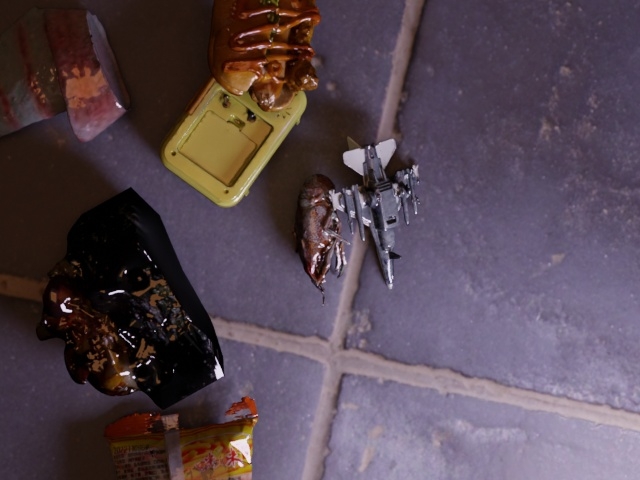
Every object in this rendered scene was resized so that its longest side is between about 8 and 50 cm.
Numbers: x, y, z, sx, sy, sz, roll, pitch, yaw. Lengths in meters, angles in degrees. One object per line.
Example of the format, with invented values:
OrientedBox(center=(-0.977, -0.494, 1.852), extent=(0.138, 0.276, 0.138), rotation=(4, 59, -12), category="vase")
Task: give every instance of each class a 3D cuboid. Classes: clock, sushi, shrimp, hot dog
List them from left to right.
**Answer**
OrientedBox(center=(-0.278, 0.096, 1.529), extent=(0.212, 0.215, 0.227), rotation=(-28, 115, 2), category="sushi")
OrientedBox(center=(-0.124, -0.158, 1.566), extent=(0.143, 0.096, 0.202), rotation=(36, 89, -3), category="clock")
OrientedBox(center=(-0.063, -0.340, 1.481), extent=(0.158, 0.117, 0.348), rotation=(29, 56, -44), category="hot dog")
OrientedBox(center=(-0.001, 0.000, 1.600), extent=(0.073, 0.075, 0.190), rotation=(-4, 88, -24), category="shrimp")

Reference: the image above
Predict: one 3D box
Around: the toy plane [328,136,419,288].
OrientedBox(center=(0.090, -0.043, 1.599), extent=(0.160, 0.082, 0.234), rotation=(-18, 95, -30), category="toy plane")

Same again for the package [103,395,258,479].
OrientedBox(center=(-0.181, 0.380, 1.584), extent=(0.224, 0.108, 0.288), rotation=(-10, 91, -6), category="package")

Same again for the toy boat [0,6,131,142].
OrientedBox(center=(-0.424, -0.206, 1.559), extent=(0.282, 0.096, 0.206), rotation=(-24, 88, 9), category="toy boat")
